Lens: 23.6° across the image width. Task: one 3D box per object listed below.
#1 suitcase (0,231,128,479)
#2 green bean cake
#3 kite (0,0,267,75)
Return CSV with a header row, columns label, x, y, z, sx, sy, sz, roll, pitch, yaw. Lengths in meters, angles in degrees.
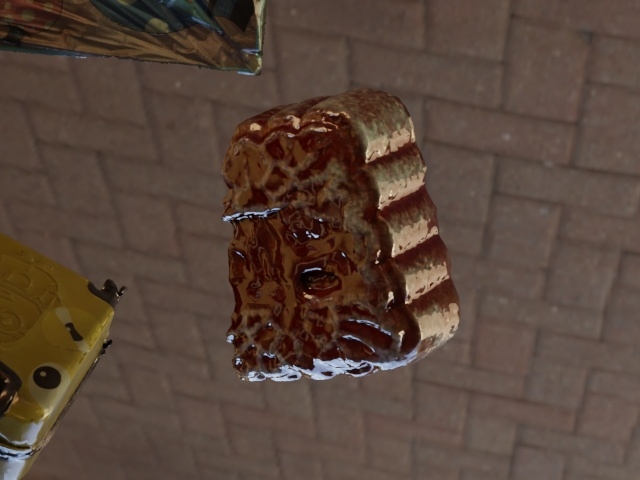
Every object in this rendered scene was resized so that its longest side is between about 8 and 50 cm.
label,x,y,z,sx,sy,sz,roll,pitch,yaw
suitcase,-0.308,0.102,1.401,0.194,0.235,0.143,28,126,-1
green bean cake,0.000,0.000,1.261,0.198,0.097,0.233,-5,103,38
kite,-0.166,-0.270,1.297,0.406,0.014,0.368,-38,116,7
